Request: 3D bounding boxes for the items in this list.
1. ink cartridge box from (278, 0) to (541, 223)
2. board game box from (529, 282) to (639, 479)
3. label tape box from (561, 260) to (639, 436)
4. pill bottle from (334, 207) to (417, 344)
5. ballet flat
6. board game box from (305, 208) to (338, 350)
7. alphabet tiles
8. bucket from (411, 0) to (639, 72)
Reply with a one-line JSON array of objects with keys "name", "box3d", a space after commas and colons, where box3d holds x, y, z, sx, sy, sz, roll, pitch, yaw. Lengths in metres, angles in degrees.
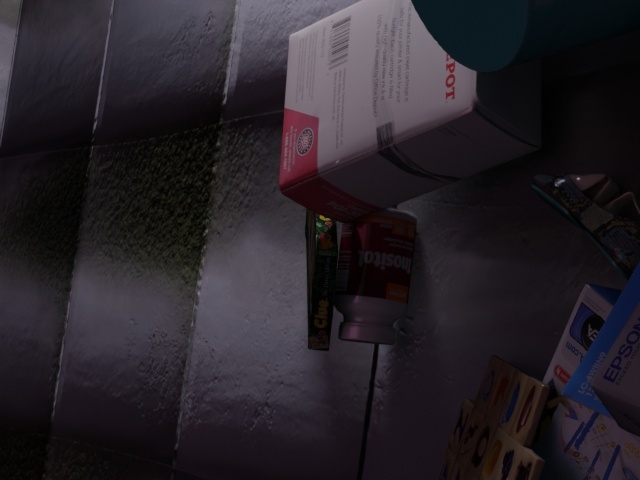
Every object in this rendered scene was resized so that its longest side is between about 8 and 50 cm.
[{"name": "ink cartridge box", "box3d": [0.096, -0.161, 1.713, 0.283, 0.117, 0.207, -20, 56, 41]}, {"name": "board game box", "box3d": [0.281, 0.240, 1.375, 0.308, 0.086, 0.302, 47, 122, 55]}, {"name": "label tape box", "box3d": [0.332, 0.048, 1.215, 0.347, 0.115, 0.249, 24, 79, 53]}, {"name": "pill bottle", "box3d": [0.061, 0.041, 1.822, 0.086, 0.086, 0.152, -4, 79, 60]}, {"name": "ballet flat", "box3d": [0.269, -0.027, 1.520, 0.188, 0.070, 0.070, 51, 125, 51]}, {"name": "board game box", "box3d": [0.000, 0.000, 1.876, 0.260, 0.030, 0.136, -93, 4, -59]}, {"name": "alphabet tiles", "box3d": [0.145, 0.258, 1.530, 0.342, 0.011, 0.285, -151, 80, -84]}, {"name": "bucket", "box3d": [0.197, -0.298, 1.488, 0.281, 0.183, 0.281, 50, 152, 39]}]
